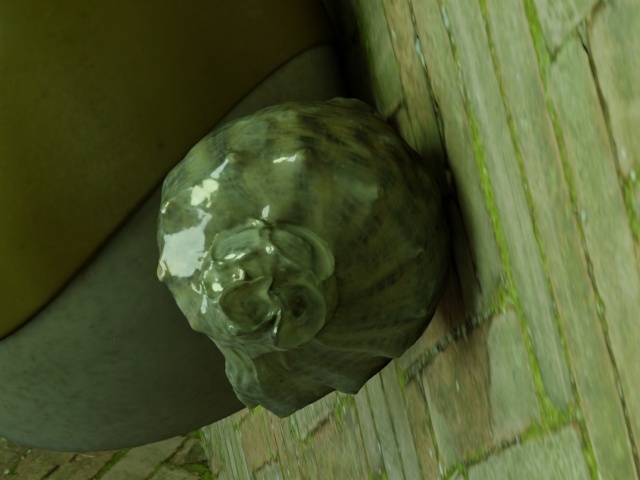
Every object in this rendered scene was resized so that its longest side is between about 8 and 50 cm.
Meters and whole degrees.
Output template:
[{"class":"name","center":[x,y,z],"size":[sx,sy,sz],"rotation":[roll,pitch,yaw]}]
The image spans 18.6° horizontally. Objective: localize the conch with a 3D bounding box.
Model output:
[{"class":"conch","center":[0.012,0.001,1.249],"size":[0.291,0.159,0.210],"rotation":[-43,-57,-51]}]

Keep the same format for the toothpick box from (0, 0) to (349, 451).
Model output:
[{"class":"toothpick box","center":[-0.184,-0.095,1.468],"size":[0.409,0.409,0.425],"rotation":[-121,16,-64]}]
